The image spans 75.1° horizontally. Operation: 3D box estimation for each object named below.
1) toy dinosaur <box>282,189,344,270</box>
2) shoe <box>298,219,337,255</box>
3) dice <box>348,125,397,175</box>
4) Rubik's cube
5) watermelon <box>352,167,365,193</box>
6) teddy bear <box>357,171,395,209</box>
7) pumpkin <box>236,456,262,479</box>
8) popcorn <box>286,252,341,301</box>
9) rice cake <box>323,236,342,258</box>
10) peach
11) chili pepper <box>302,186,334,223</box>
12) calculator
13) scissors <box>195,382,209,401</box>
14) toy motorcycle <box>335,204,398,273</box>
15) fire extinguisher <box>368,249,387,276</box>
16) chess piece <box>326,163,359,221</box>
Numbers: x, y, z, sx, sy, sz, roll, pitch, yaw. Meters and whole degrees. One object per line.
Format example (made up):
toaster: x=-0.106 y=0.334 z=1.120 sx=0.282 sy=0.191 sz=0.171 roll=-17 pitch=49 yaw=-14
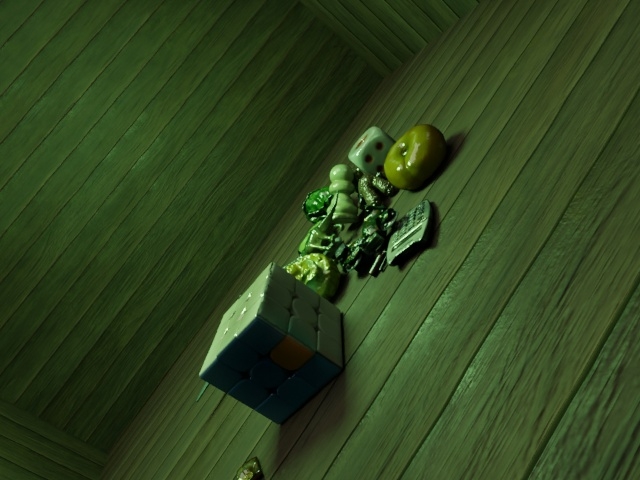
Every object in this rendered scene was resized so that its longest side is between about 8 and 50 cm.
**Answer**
toy dinosaur: x=-0.055 y=0.003 z=1.756 sx=0.301 sy=0.087 sz=0.447 roll=7 pitch=80 yaw=37
shoe: x=-0.005 y=-0.005 z=1.894 sx=0.140 sy=0.128 sz=0.262 roll=-57 pitch=8 yaw=30
dice: x=0.252 y=-0.388 z=1.884 sx=0.193 sy=0.192 sz=0.194 roll=-51 pitch=13 yaw=10
Rubik's cube: x=-0.132 y=0.299 z=1.241 sx=0.292 sy=0.290 sz=0.291 roll=-48 pitch=15 yaw=21
watermelon: x=0.186 y=-0.243 z=1.878 sx=0.087 sy=0.163 sz=0.069 roll=-39 pitch=52 yaw=11
teddy bear: x=0.211 y=-0.217 z=1.722 sx=0.182 sy=0.129 sz=0.251 roll=-41 pitch=12 yaw=-3
pumpkin: x=-0.190 y=0.637 z=1.138 sx=0.073 sy=0.035 sz=0.101 roll=-43 pitch=9 yaw=-10
popcorn: x=-0.032 y=0.146 z=1.532 sx=0.221 sy=0.183 sz=0.204 roll=-27 pitch=39 yaw=32
rice cake: x=0.014 y=0.075 z=1.823 sx=0.222 sy=0.042 sz=0.080 roll=-47 pitch=17 yaw=25
peach: x=0.340 y=-0.295 z=1.497 sx=0.251 sy=0.153 sz=0.251 roll=-46 pitch=31 yaw=39
chili pepper: x=0.031 y=-0.160 z=2.080 sx=0.213 sy=0.167 sz=0.385 roll=-59 pitch=17 yaw=-7
calculator: x=0.273 y=-0.032 z=1.271 sx=0.177 sy=0.040 sz=0.268 roll=-42 pitch=17 yaw=34
scissors: x=-0.417 y=0.500 z=1.831 sx=0.447 sy=0.029 sz=0.192 roll=-59 pitch=22 yaw=-19
toy motorcycle: x=0.159 y=-0.014 z=1.424 sx=0.275 sy=0.125 sz=0.187 roll=-51 pitch=18 yaw=14
fire extinguisher: x=0.190 y=0.068 z=1.308 sx=0.100 sy=0.032 sz=0.046 roll=-60 pitch=4 yaw=-5
chess piece: x=0.097 y=-0.205 z=1.805 sx=0.144 sy=0.144 sz=0.251 roll=164 pitch=107 yaw=-67
